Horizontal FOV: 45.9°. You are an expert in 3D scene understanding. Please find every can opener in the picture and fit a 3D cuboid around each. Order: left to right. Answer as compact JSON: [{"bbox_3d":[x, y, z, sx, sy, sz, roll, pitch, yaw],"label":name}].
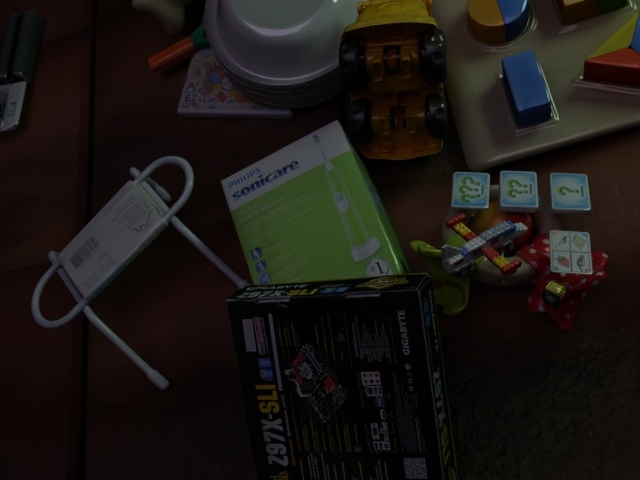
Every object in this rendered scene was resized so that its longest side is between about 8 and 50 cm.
[{"bbox_3d":[-0.629,-0.348,1.517,0.075,0.095,0.284,-5,70,20],"label":"can opener"}]

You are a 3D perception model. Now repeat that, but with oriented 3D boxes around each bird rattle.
[{"bbox_3d":[0.252,0.004,1.020,0.253,0.143,0.207,-3,54,18],"label":"bird rattle"}]

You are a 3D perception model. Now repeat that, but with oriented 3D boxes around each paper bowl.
[{"bbox_3d":[-0.050,-0.372,1.234,0.284,0.148,0.285,-2,73,7],"label":"paper bowl"}]

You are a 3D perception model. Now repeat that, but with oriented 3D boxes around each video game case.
[{"bbox_3d":[-0.131,-0.313,1.342,0.226,0.026,0.207,5,73,24],"label":"video game case"}]

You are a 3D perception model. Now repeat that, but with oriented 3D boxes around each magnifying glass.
[{"bbox_3d":[-0.208,-0.368,1.366,0.230,0.026,0.092,-24,64,10],"label":"magnifying glass"}]

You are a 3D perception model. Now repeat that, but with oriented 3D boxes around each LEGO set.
[{"bbox_3d":[0.250,-0.022,0.954,0.182,0.060,0.244,4,44,12],"label":"LEGO set"}]

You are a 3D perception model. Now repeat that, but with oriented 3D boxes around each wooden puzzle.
[{"bbox_3d":[0.345,-0.295,1.112,0.347,0.080,0.322,-17,66,16],"label":"wooden puzzle"}]

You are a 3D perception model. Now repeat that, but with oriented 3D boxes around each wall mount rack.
[{"bbox_3d":[-0.283,0.049,1.220,0.350,0.130,0.304,-46,58,1],"label":"wall mount rack"}]

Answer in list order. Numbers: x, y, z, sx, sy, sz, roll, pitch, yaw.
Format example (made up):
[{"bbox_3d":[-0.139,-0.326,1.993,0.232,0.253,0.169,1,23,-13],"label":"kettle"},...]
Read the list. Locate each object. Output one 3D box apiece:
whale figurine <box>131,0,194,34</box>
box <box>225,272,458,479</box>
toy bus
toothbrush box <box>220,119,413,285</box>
[{"bbox_3d":[-0.229,-0.510,1.359,0.272,0.216,0.141,-53,31,14],"label":"whale figurine"},{"bbox_3d":[0.032,0.211,0.970,0.257,0.079,0.322,-5,100,22],"label":"box"},{"bbox_3d":[0.117,-0.263,1.153,0.149,0.220,0.211,-3,38,10],"label":"toy bus"},{"bbox_3d":[0.000,0.000,1.119,0.206,0.122,0.283,-27,64,11],"label":"toothbrush box"}]
